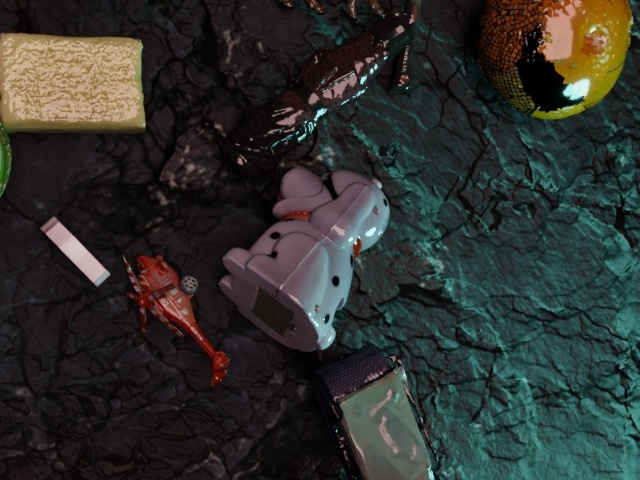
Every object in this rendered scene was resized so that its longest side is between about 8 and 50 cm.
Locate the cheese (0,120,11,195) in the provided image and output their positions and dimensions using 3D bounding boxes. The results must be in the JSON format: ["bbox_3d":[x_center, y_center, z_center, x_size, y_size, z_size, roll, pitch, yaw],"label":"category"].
[{"bbox_3d":[-0.505,-0.137,1.166,0.204,0.083,0.320,-28,87,-10],"label":"cheese"}]

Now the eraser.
[{"bbox_3d":[-0.319,0.014,1.232,0.026,0.065,0.105,-44,103,-11],"label":"eraser"}]

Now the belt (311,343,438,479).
[{"bbox_3d":[0.083,0.262,1.313,0.126,0.139,0.230,-21,94,-15],"label":"belt"}]

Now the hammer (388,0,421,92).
[{"bbox_3d":[0.137,-0.358,1.388,0.111,0.033,0.287,8,88,-17],"label":"hammer"}]

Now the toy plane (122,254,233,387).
[{"bbox_3d":[-0.179,0.093,1.245,0.194,0.126,0.077,34,44,22],"label":"toy plane"}]

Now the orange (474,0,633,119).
[{"bbox_3d":[0.342,-0.292,1.380,0.234,0.182,0.234,-4,97,-28],"label":"orange"}]

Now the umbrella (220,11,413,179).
[{"bbox_3d":[-0.003,-0.207,1.312,0.326,0.090,0.094,-42,102,-9],"label":"umbrella"}]

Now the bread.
[{"bbox_3d":[-0.324,-0.203,1.230,0.188,0.068,0.125,-2,91,-16],"label":"bread"}]

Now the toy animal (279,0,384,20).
[{"bbox_3d":[0.058,-0.439,1.316,0.243,0.087,0.260,8,94,-4],"label":"toy animal"}]

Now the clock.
[{"bbox_3d":[-0.004,0.001,1.285,0.189,0.189,0.254,40,67,-13],"label":"clock"}]
